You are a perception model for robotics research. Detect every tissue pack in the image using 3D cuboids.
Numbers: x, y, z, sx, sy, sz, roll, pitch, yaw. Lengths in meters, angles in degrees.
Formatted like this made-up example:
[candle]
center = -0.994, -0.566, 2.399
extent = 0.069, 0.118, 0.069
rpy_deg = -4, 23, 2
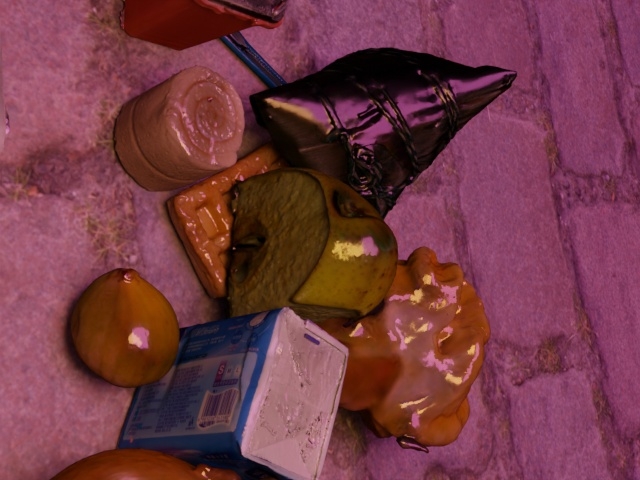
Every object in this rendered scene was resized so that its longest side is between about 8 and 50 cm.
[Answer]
[tissue pack]
center = -0.114, 0.211, 1.230
extent = 0.146, 0.263, 0.198
rpy_deg = 36, 56, -32

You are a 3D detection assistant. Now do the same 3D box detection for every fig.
[fig]
center = -0.251, 0.117, 1.222
extent = 0.153, 0.121, 0.136
rpy_deg = 52, 25, 2

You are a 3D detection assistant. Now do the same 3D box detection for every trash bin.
[trash bin]
center = -0.181, -0.367, 1.352
extent = 0.184, 0.239, 0.161
rpy_deg = 9, 75, -46

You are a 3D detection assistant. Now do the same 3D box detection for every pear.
[pear]
center = 0.000, 0.000, 1.334
extent = 0.164, 0.255, 0.238
rpy_deg = 21, 60, -38

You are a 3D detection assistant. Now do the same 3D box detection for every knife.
[knife]
center = -0.107, -0.298, 1.556
extent = 0.296, 0.026, 0.044
rpy_deg = 42, 41, -28

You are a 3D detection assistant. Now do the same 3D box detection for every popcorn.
[popcorn]
center = 0.111, 0.160, 1.505
extent = 0.298, 0.281, 0.315
rpy_deg = 7, 103, -7

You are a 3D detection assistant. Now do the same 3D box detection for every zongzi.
[zongzi]
center = 0.062, -0.213, 1.567
extent = 0.383, 0.362, 0.319
rpy_deg = -35, 121, -17

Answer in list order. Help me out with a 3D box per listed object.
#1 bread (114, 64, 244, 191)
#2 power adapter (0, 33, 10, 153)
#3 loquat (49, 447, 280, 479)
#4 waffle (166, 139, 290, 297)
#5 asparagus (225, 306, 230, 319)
[bread]
center = -0.198, -0.155, 1.341
extent = 0.134, 0.141, 0.148
rpy_deg = 14, 68, -43
[power adapter]
center = -0.498, -0.180, 1.067
extent = 0.255, 0.124, 0.186
rpy_deg = 4, 74, -43
[loquat]
center = -0.183, 0.379, 1.066
extent = 0.360, 0.328, 0.328
rpy_deg = -33, 104, -16
[waffle]
center = -0.110, -0.039, 1.457
extent = 0.274, 0.057, 0.168
rpy_deg = -36, 104, -44
[asparagus]
center = -0.121, 0.178, 1.402
extent = 0.036, 0.030, 0.165
rpy_deg = 32, 52, -64
